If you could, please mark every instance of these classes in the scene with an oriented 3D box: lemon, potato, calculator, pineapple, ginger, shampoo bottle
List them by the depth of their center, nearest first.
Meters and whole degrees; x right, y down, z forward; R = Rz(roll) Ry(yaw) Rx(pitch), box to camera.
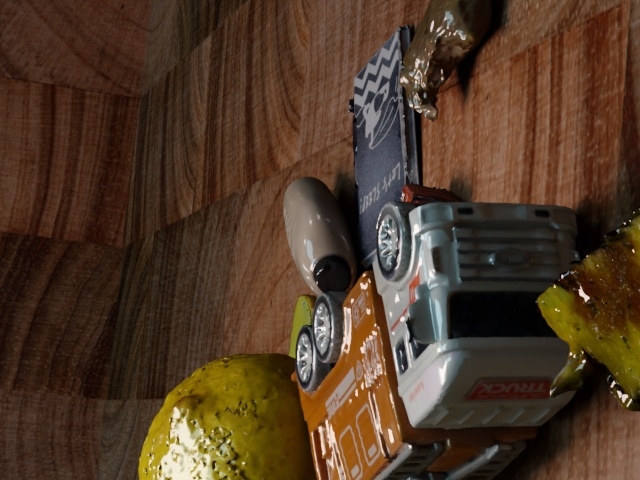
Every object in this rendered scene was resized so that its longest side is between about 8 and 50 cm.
[{"bbox_3d":[0.267,0.038,1.102,0.161,0.158,0.334,53,155,9],"label":"pineapple"},{"bbox_3d":[0.142,-0.260,1.681,0.122,0.084,0.290,-91,18,-48],"label":"ginger"},{"bbox_3d":[-0.049,0.252,1.768,0.257,0.310,0.258,-18,56,29],"label":"lemon"},{"bbox_3d":[0.076,-0.103,1.934,0.166,0.028,0.274,134,139,-59],"label":"calculator"},{"bbox_3d":[0.000,0.000,2.017,0.257,0.078,0.127,-104,4,-67],"label":"shampoo bottle"},{"bbox_3d":[-0.002,0.165,2.029,0.119,0.054,0.198,139,132,-65],"label":"potato"}]

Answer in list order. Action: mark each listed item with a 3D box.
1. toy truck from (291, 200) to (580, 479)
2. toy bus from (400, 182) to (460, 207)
[{"bbox_3d":[0.105,0.120,1.497,0.387,0.173,0.207,121,146,-59],"label":"toy truck"},{"bbox_3d":[0.093,0.060,1.739,0.096,0.073,0.235,-105,27,-72],"label":"toy bus"}]
